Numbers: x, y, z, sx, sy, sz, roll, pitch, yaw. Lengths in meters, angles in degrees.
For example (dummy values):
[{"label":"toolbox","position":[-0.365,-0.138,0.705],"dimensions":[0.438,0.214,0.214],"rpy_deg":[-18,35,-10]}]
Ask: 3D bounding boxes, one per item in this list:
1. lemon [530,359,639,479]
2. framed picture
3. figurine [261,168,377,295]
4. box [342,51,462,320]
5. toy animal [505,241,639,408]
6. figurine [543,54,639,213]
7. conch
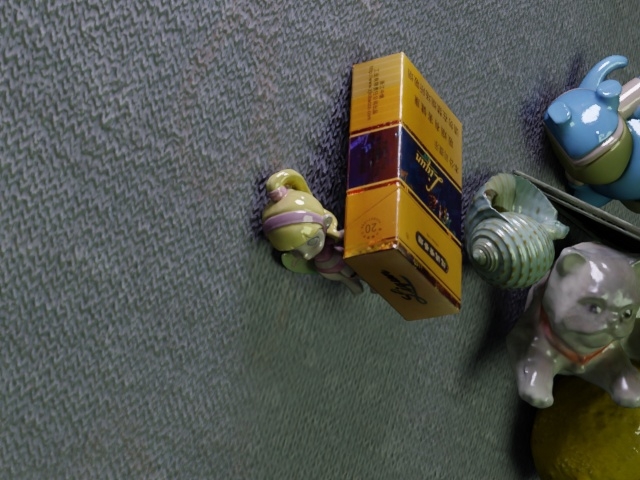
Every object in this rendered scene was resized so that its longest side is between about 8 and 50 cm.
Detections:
[{"label":"lemon","position":[0.376,0.252,1.980],"dimensions":[0.231,0.192,0.192],"rpy_deg":[-49,145,13]},{"label":"framed picture","position":[0.383,-0.002,1.930],"dimensions":[0.273,0.216,0.016],"rpy_deg":[29,90,-51]},{"label":"figurine","position":[0.000,0.000,1.538],"dimensions":[0.187,0.083,0.083],"rpy_deg":[40,66,-43]},{"label":"box","position":[0.088,-0.054,1.577],"dimensions":[0.152,0.070,0.237],"rpy_deg":[44,40,-49]},{"label":"toy animal","position":[0.382,0.076,1.905],"dimensions":[0.308,0.266,0.188],"rpy_deg":[4,111,-10]},{"label":"figurine","position":[0.387,-0.135,1.953],"dimensions":[0.180,0.154,0.262],"rpy_deg":[-58,143,-10]},{"label":"conch","position":[0.220,-0.009,1.800],"dimensions":[0.135,0.102,0.153],"rpy_deg":[63,26,2]}]
